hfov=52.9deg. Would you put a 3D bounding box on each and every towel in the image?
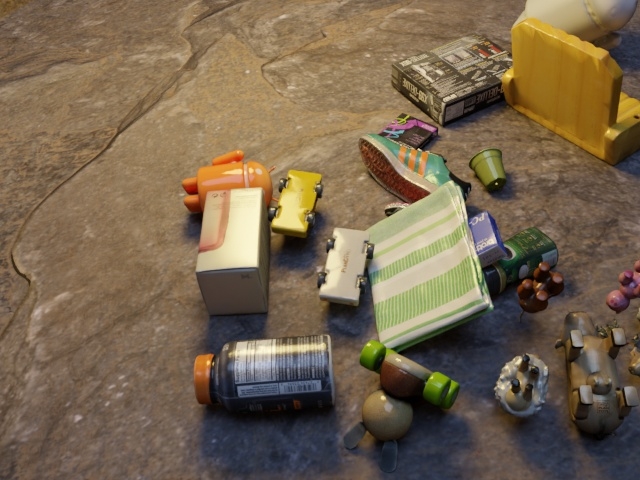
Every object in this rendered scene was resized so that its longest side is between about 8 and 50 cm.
[{"bbox_3d":[0.199,0.050,1.283,0.248,0.038,0.325,-30,42,25],"label":"towel"}]

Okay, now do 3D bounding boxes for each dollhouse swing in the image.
[{"bbox_3d":[0.665,-0.417,1.580,0.315,0.305,0.347,-30,51,-21],"label":"dollhouse swing"}]

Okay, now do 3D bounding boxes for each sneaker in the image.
[{"bbox_3d":[0.212,-0.043,1.433,0.170,0.075,0.063,9,6,38],"label":"sneaker"},{"bbox_3d":[0.222,-0.167,1.527,0.121,0.108,0.302,-34,61,-25],"label":"sneaker"}]

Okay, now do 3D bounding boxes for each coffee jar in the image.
[{"bbox_3d":[0.388,0.046,1.323,0.184,0.079,0.096,-22,41,-15],"label":"coffee jar"}]

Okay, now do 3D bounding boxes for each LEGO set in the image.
[{"bbox_3d":[0.563,0.181,1.228,0.083,0.023,0.054,37,61,17],"label":"LEGO set"}]

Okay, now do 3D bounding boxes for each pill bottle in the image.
[{"bbox_3d":[-0.099,0.240,1.152,0.245,0.130,0.130,-4,47,1],"label":"pill bottle"}]

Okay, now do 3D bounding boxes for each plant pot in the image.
[{"bbox_3d":[0.405,-0.163,1.526,0.083,0.083,0.079,-11,59,-5],"label":"plant pot"}]

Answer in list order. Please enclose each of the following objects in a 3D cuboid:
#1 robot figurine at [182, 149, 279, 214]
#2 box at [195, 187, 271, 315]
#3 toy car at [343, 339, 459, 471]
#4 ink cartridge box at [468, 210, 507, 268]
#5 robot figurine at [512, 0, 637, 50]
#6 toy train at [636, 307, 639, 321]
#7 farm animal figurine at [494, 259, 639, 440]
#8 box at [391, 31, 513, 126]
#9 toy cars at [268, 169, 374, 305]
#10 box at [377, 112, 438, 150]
[{"bbox_3d":[-0.207,-0.119,1.496,0.219,0.128,0.158,-7,40,-2],"label":"robot figurine"},{"bbox_3d":[-0.177,0.021,1.350,0.126,0.149,0.232,-3,47,2],"label":"box"},{"bbox_3d":[0.124,0.294,1.113,0.155,0.149,0.188,24,82,29],"label":"toy car"},{"bbox_3d":[0.264,0.031,1.301,0.207,0.046,0.097,-29,42,25],"label":"ink cartridge box"},{"bbox_3d":[0.720,-0.649,1.795,0.353,0.300,0.200,-14,34,49],"label":"robot figurine"},{"bbox_3d":[0.680,0.160,1.196,0.105,0.080,0.184,-36,54,-18],"label":"toy train"},{"bbox_3d":[0.497,0.193,1.128,0.330,0.172,0.327,13,64,17],"label":"farm animal figurine"},{"bbox_3d":[0.390,-0.459,1.797,0.307,0.076,0.242,-26,50,-18],"label":"box"},{"bbox_3d":[0.000,0.000,1.402,0.176,0.087,0.394,-23,53,-19],"label":"toy cars"},{"bbox_3d":[0.213,-0.263,1.662,0.116,0.029,0.162,29,57,28],"label":"box"}]
